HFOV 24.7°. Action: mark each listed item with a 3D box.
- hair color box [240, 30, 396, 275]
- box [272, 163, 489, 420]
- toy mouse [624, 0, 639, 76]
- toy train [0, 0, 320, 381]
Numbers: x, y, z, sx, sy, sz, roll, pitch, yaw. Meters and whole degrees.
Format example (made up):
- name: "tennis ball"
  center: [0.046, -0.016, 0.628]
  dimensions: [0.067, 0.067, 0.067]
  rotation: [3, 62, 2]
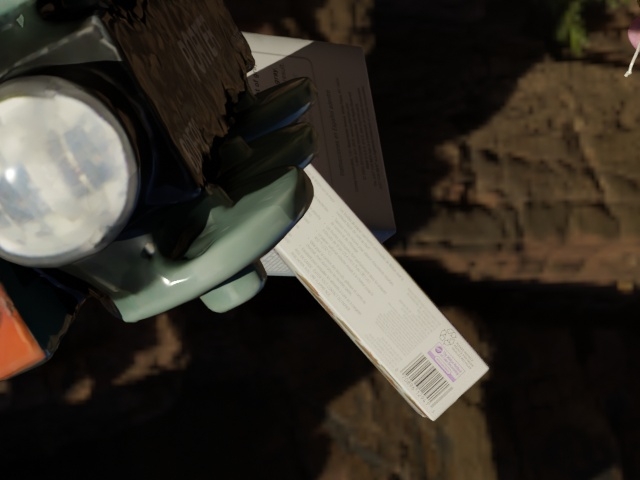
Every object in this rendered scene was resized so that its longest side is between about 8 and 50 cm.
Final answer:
- name: "hair color box"
  center: [-0.134, -0.078, 1.230]
  dimensions: [0.374, 0.185, 0.113]
  rotation: [3, 156, -30]
- name: "box"
  center: [0.000, 0.000, 1.132]
  dimensions: [0.067, 0.324, 0.063]
  rotation: [-43, -176, -6]
- name: "toy mouse"
  center: [0.310, -0.224, 1.318]
  dimensions: [0.031, 0.161, 0.143]
  rotation: [25, -166, 28]
- name: "toy train"
  center: [-0.107, -0.037, 0.540]
  dimensions: [0.190, 0.142, 0.334]
  rotation: [-28, -166, 8]
